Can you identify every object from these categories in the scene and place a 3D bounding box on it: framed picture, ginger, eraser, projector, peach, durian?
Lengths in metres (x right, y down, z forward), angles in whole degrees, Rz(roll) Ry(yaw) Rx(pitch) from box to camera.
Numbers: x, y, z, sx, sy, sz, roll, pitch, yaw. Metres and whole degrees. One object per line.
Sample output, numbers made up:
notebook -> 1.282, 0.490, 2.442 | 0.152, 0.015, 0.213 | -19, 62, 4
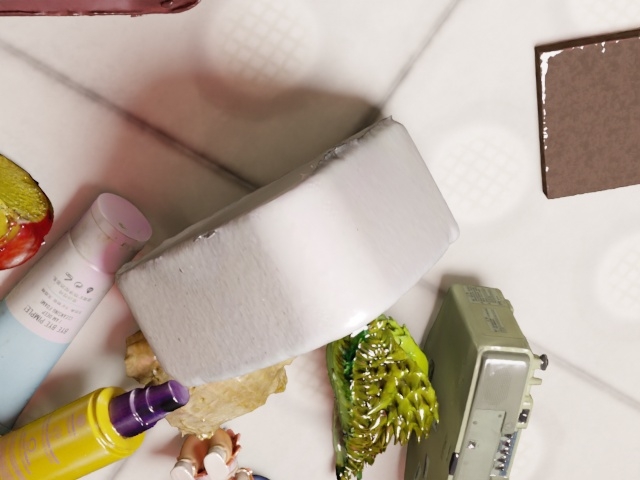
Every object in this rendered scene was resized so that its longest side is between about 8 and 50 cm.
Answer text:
framed picture -> 0.292, -0.131, 1.469 | 0.128, 0.023, 0.168 | -10, 118, -3
ginger -> -0.120, 0.129, 1.489 | 0.216, 0.102, 0.157 | -36, 109, 10
eraser -> 0.000, 0.000, 1.346 | 0.331, 0.331, 0.150 | -30, 95, 6
projector -> 0.159, 0.190, 1.512 | 0.088, 0.193, 0.269 | 6, 116, -11
peach -> -0.345, -0.037, 1.356 | 0.172, 0.127, 0.092 | 32, 111, -18
durian -> 0.061, 0.151, 1.483 | 0.106, 0.132, 0.375 | -10, 143, -11

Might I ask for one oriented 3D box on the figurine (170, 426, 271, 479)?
figurine -> -0.087, 0.289, 1.579 | 0.111, 0.102, 0.195 | -20, 115, 15

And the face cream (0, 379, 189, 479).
face cream -> -0.248, 0.205, 1.471 | 0.273, 0.078, 0.078 | -27, 119, 28

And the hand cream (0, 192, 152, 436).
hand cream -> -0.292, 0.082, 1.472 | 0.111, 0.070, 0.312 | 34, 115, -24

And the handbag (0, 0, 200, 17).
handbag -> -0.230, -0.339, 1.253 | 0.260, 0.084, 0.275 | -1, 116, -6
